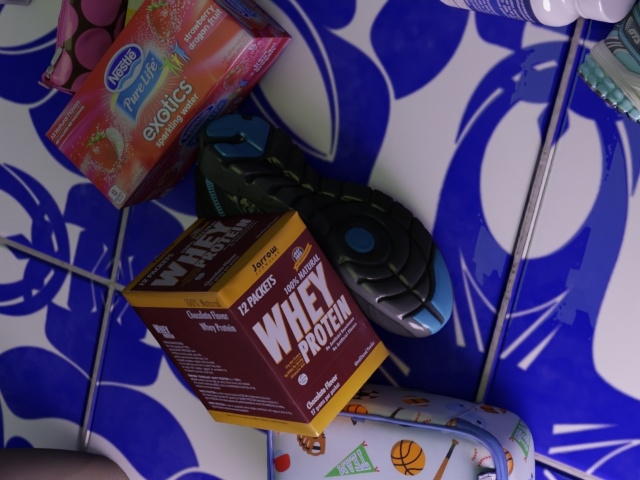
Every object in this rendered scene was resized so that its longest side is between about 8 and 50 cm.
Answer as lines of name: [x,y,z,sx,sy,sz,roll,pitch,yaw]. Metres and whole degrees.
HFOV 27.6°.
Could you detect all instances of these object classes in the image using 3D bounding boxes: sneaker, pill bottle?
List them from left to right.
sneaker: [0.000,0.000,1.435,0.341,0.125,0.139,40,139,17]
pill bottle: [0.207,-0.266,1.251,0.187,0.112,0.112,20,106,37]
sneaker: [0.377,-0.126,1.198,0.283,0.110,0.122,38,109,19]

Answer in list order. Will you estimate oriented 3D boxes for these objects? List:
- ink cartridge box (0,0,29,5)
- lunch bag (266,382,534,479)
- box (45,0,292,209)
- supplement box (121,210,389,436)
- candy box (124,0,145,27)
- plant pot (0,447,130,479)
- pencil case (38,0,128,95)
ink cartridge box: [-0.381,-0.374,1.608,0.099,0.056,0.135,42,114,19]
lunch bag: [0.088,0.286,1.409,0.303,0.115,0.243,8,102,29]
box: [-0.170,-0.172,1.455,0.128,0.122,0.257,45,110,9]
supplement box: [-0.070,0.086,1.375,0.191,0.129,0.194,-3,127,52]
candy box: [-0.195,-0.182,1.548,0.105,0.027,0.206,17,105,25]
plant pot: [-0.351,0.354,1.563,0.256,0.274,0.256,4,98,28]
pencil case: [-0.277,-0.275,1.539,0.095,0.098,0.209,19,104,44]
